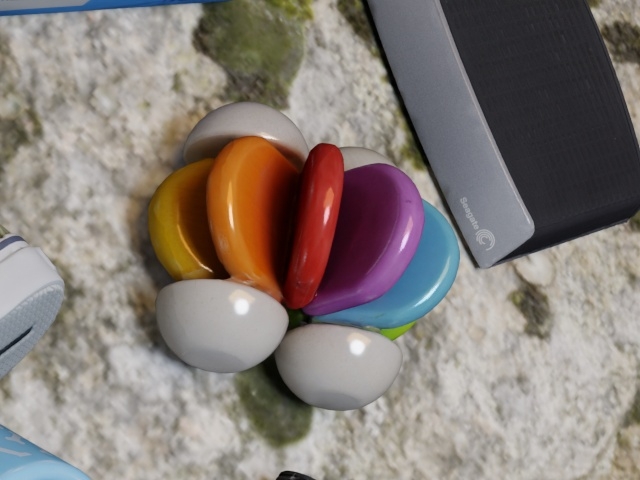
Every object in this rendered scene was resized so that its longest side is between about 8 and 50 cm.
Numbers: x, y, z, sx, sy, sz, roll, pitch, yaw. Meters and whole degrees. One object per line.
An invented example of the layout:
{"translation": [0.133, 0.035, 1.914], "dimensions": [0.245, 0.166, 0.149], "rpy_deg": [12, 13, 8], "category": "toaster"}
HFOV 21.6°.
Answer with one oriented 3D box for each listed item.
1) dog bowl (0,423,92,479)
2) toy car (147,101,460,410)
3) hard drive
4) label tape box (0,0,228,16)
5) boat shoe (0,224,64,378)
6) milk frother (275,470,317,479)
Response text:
{"translation": [-0.190, 0.205, 0.724], "dimensions": [0.297, 0.074, 0.166], "rpy_deg": [-55, 140, -37], "category": "dog bowl"}
{"translation": [0.000, 0.000, 0.955], "dimensions": [0.182, 0.136, 0.159], "rpy_deg": [22, 60, -29], "category": "toy car"}
{"translation": [0.129, -0.120, 1.151], "dimensions": [0.172, 0.054, 0.254], "rpy_deg": [-16, 82, -39], "category": "hard drive"}
{"translation": [-0.166, -0.302, 0.971], "dimensions": [0.241, 0.106, 0.333], "rpy_deg": [-10, 79, -38], "category": "label tape box"}
{"translation": [-0.251, 0.078, 0.778], "dimensions": [0.094, 0.109, 0.302], "rpy_deg": [38, 46, 14], "category": "boat shoe"}
{"translation": [0.006, 0.215, 0.915], "dimensions": [0.143, 0.129, 0.135], "rpy_deg": [24, 46, 25], "category": "milk frother"}
